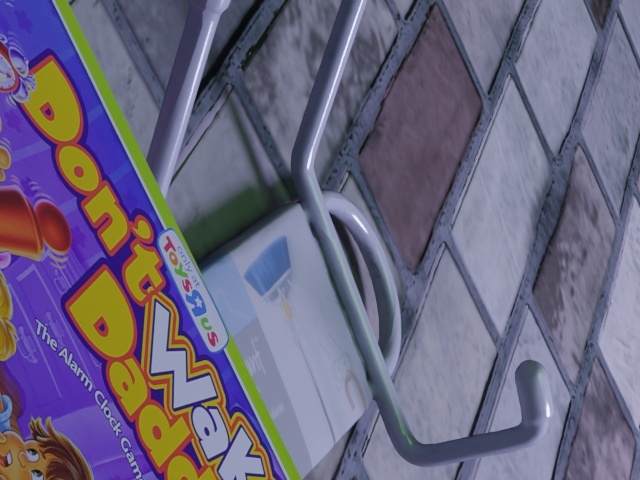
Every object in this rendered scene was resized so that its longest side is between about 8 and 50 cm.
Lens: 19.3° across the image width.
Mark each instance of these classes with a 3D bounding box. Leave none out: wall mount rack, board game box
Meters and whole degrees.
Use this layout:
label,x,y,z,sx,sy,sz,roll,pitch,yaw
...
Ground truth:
label,x,y,z,sx,sy,sz,roll,pitch,yaw
wall mount rack,0.000,0.000,0.874,0.350,0.130,0.304,-39,111,-63
board game box,-0.139,0.003,0.600,0.347,0.078,0.233,64,24,-7
